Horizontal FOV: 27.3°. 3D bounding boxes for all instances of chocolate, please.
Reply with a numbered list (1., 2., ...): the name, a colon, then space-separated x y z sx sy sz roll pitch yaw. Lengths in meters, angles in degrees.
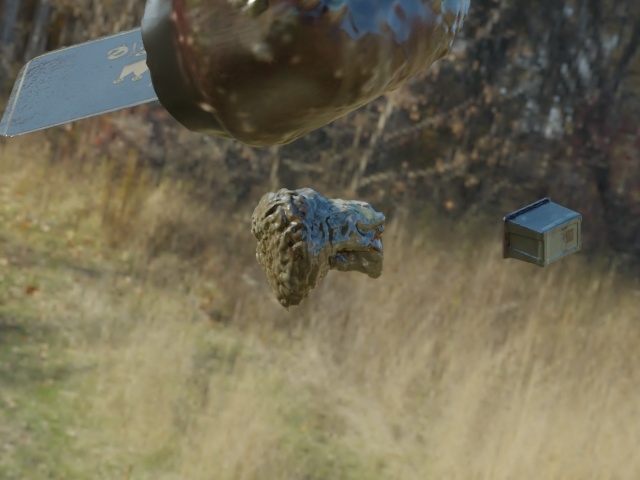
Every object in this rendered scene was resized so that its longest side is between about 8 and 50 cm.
1. chocolate: 0.012 -0.228 1.234 0.210 0.225 0.340 -12 18 41

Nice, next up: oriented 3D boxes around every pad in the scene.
1. pad: -0.200 -0.254 1.568 0.375 0.063 0.315 -14 29 4

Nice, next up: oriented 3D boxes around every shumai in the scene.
1. shumai: 0.000 0.000 1.868 0.176 0.166 0.206 -14 -10 -17

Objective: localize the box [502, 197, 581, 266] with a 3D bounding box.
1. box: 0.270 -0.007 1.598 0.085 0.060 0.063 -21 31 -34
